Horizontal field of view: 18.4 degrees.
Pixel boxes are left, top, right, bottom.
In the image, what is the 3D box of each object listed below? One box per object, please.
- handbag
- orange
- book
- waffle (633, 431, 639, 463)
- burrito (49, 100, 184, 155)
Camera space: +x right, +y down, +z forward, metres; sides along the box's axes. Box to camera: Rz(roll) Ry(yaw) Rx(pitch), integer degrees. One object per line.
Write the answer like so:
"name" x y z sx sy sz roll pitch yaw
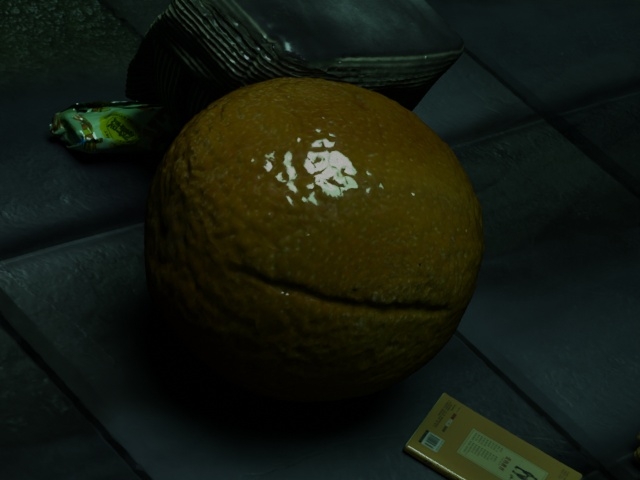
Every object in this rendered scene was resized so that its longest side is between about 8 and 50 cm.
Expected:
"handbag" -0.039 -0.193 2.206 0.341 0.240 0.247 -12 54 -46
"orange" 0.000 0.000 1.974 0.357 0.322 0.322 3 39 -36
"book" 0.180 0.231 2.051 0.172 0.012 0.118 31 34 10
"waffle" 0.430 0.260 2.148 0.191 0.038 0.191 18 34 -12
"burrito" -0.168 -0.118 2.275 0.288 0.054 0.104 -4 43 -36
